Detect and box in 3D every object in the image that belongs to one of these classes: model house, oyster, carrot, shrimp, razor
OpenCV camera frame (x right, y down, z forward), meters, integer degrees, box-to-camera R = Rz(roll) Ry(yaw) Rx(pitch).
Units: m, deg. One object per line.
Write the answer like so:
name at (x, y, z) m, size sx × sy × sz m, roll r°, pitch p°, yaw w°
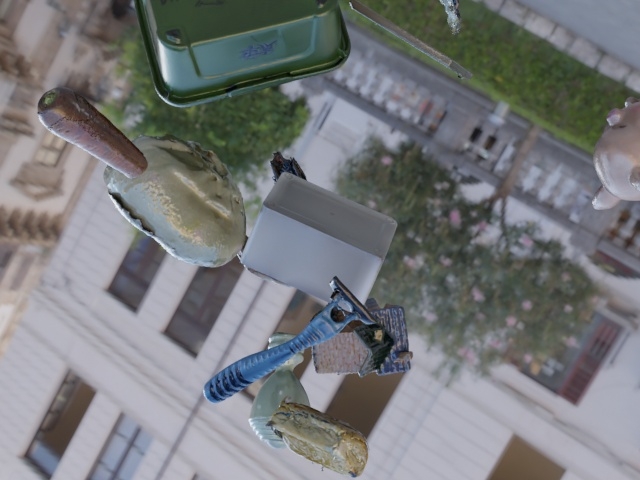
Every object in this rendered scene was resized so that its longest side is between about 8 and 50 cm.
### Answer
model house at (0.097, 0.204, 2.061) m, size 0.172 × 0.166 × 0.183 m, roll -1°, pitch -173°, yaw 31°
oyster at (0.186, -0.333, 1.413) m, size 0.054 × 0.019 × 0.083 m, roll -159°, pitch 50°, yaw -77°
carrot at (-0.268, -0.126, 1.197) m, size 0.055 × 0.055 × 0.161 m, roll 36°, pitch 180°, yaw 43°
shrimp at (-0.096, -0.039, 2.064) m, size 0.222 × 0.290 × 0.054 m, roll -4°, pitch -163°, yaw 26°
razor at (-0.052, 0.139, 1.269) m, size 0.082 × 0.253 × 0.042 m, roll 48°, pitch -154°, yaw -19°

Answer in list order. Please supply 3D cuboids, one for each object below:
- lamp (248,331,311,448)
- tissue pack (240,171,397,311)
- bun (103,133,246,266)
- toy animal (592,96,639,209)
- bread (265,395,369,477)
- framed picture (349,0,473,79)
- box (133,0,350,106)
lamp at (-0.063, 0.250, 1.668) m, size 0.106 × 0.193 × 0.106 m, roll 2°, pitch 159°, yaw 1°
tissue pack at (0.000, 0.001, 1.876) m, size 0.246 × 0.136 × 0.159 m, roll 24°, pitch -148°, yaw 3°
bun at (-0.198, -0.069, 1.478) m, size 0.239 × 0.141 × 0.239 m, roll 44°, pitch -168°, yaw -11°
toy animal at (0.508, -0.160, 1.498) m, size 0.154 × 0.250 × 0.166 m, roll 39°, pitch 167°, yaw 13°
bread at (-0.001, 0.200, 1.029) m, size 0.106 × 0.053 × 0.072 m, roll 17°, pitch 150°, yaw 42°
framed picture at (0.166, -0.351, 1.780) m, size 0.209 × 0.019 × 0.281 m, roll 34°, pitch -168°, yaw 9°
box at (-0.127, -0.382, 1.590) m, size 0.178 × 0.328 × 0.253 m, roll 97°, pitch 156°, yaw -70°
